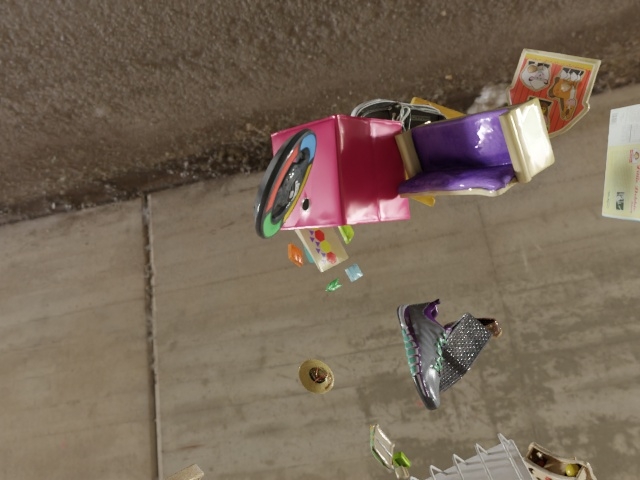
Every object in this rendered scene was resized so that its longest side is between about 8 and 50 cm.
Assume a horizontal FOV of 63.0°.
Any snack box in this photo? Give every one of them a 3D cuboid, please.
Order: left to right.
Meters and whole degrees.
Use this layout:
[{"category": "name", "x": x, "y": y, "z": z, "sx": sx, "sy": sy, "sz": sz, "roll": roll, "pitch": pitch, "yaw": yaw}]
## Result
[{"category": "snack box", "x": 0.896, "y": -0.221, "z": 1.488, "sx": 0.060, "sy": 0.322, "sz": 0.187, "roll": 1, "pitch": -172, "yaw": -4}]

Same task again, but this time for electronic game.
[{"category": "electronic game", "x": -0.064, "y": -0.108, "z": 1.009, "sx": 0.048, "sy": 0.229, "sz": 0.229, "roll": 26, "pitch": 163, "yaw": 8}]

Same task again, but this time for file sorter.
[{"category": "file sorter", "x": 0.388, "y": 0.636, "z": 1.309, "sx": 0.277, "sy": 0.193, "sz": 0.173, "roll": -32, "pitch": 139, "yaw": 12}]

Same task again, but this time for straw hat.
[{"category": "straw hat", "x": -0.005, "y": 0.501, "z": 1.960, "sx": 0.144, "sy": 0.145, "sz": 0.061, "roll": -17, "pitch": -179, "yaw": 25}]

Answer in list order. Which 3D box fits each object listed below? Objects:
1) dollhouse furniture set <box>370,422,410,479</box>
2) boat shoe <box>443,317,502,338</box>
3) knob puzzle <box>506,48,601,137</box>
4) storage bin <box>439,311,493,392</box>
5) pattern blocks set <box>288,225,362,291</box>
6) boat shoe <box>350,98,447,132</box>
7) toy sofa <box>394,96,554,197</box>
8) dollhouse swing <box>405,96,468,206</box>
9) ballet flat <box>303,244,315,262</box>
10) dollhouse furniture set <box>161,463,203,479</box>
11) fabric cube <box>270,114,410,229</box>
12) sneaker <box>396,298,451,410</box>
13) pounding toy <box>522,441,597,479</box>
[{"category": "dollhouse furniture set", "x": 0.122, "y": 0.422, "z": 0.968, "sx": 0.058, "sy": 0.152, "sz": 0.076, "roll": -37, "pitch": -175, "yaw": 16}, {"category": "boat shoe", "x": 0.520, "y": 0.299, "z": 1.817, "sx": 0.206, "sy": 0.073, "sz": 0.073, "roll": -12, "pitch": 131, "yaw": 33}, {"category": "knob puzzle", "x": 0.496, "y": -0.313, "z": 1.158, "sx": 0.029, "sy": 0.213, "sz": 0.213, "roll": -12, "pitch": 169, "yaw": -44}, {"category": "storage bin", "x": 0.333, "y": 0.275, "z": 1.293, "sx": 0.180, "sy": 0.084, "sz": 0.122, "roll": -35, "pitch": 162, "yaw": -42}, {"category": "pattern blocks set", "x": 0.000, "y": 0.000, "z": 1.632, "sx": 0.285, "sy": 0.325, "sz": 0.026, "roll": -14, "pitch": 167, "yaw": -43}, {"category": "boat shoe", "x": 0.253, "y": -0.383, "z": 1.662, "sx": 0.306, "sy": 0.113, "sz": 0.105, "roll": 3, "pitch": -159, "yaw": -15}, {"category": "toy sofa", "x": 0.318, "y": -0.201, "z": 1.193, "sx": 0.177, "sy": 0.150, "sz": 0.362, "roll": -29, "pitch": -163, "yaw": -25}, {"category": "dollhouse swing", "x": 0.418, "y": -0.348, "z": 2.055, "sx": 0.315, "sy": 0.347, "sz": 0.305, "roll": 26, "pitch": -165, "yaw": 20}, {"category": "ballet flat", "x": -0.020, "y": -0.102, "z": 2.072, "sx": 0.146, "sy": 0.409, "sz": 0.147, "roll": -11, "pitch": -157, "yaw": 5}, {"category": "dollhouse furniture set", "x": -0.296, "y": 0.784, "z": 1.351, "sx": 0.355, "sy": 0.174, "sz": 0.303, "roll": 30, "pitch": -159, "yaw": 32}, {"category": "fabric cube", "x": 0.051, "y": -0.167, "z": 1.360, "sx": 0.259, "sy": 0.259, "sz": 0.254, "roll": -7, "pitch": -176, "yaw": -43}, {"category": "sneaker", "x": 0.219, "y": 0.215, "z": 1.029, "sx": 0.098, "sy": 0.224, "sz": 0.083, "roll": -18, "pitch": 144, "yaw": 11}, {"category": "pounding toy", "x": 0.756, "y": 0.710, "z": 1.679, "sx": 0.155, "sy": 0.154, "sz": 0.269, "roll": -43, "pitch": -175, "yaw": -27}]
